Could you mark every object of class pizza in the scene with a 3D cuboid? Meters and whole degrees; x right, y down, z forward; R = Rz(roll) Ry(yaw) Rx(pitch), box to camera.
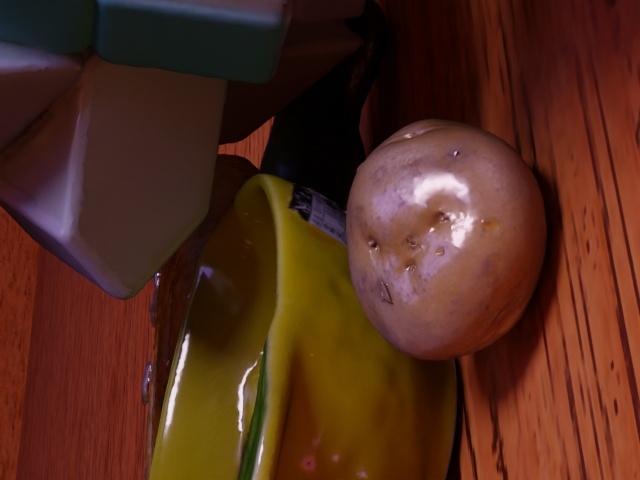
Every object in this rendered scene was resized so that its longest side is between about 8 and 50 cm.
[{"bbox_3d":[-0.041,0.067,0.830,0.154,0.069,0.194,-107,22,-65],"label":"pizza"}]

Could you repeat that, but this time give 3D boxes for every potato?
[{"bbox_3d":[0.037,-0.004,0.542,0.068,0.062,0.083,-60,-3,21],"label":"potato"}]

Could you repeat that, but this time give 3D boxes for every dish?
[{"bbox_3d":[-0.002,0.063,0.608,0.208,0.080,0.149,-99,26,-58],"label":"dish"}]

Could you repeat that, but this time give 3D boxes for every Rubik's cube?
[{"bbox_3d":[-0.088,-0.105,0.650,0.265,0.224,0.213,26,116,36],"label":"Rubik's cube"}]

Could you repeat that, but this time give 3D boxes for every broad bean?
[{"bbox_3d":[0.000,-0.001,0.733,0.053,0.052,0.256,37,-132,-55],"label":"broad bean"}]
